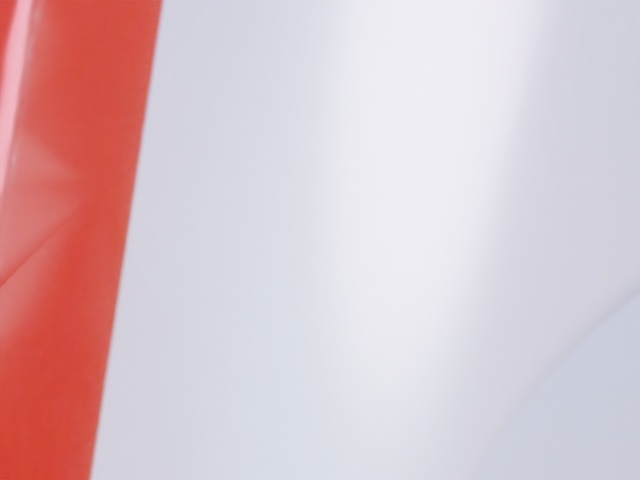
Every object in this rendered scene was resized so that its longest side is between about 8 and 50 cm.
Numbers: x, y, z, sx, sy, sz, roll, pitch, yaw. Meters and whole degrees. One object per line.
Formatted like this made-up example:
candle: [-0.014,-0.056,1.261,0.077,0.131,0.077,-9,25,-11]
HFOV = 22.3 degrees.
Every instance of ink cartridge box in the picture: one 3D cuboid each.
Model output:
ink cartridge box: [0.000,0.000,0.339,0.091,0.385,0.308,-171,90,-68]
